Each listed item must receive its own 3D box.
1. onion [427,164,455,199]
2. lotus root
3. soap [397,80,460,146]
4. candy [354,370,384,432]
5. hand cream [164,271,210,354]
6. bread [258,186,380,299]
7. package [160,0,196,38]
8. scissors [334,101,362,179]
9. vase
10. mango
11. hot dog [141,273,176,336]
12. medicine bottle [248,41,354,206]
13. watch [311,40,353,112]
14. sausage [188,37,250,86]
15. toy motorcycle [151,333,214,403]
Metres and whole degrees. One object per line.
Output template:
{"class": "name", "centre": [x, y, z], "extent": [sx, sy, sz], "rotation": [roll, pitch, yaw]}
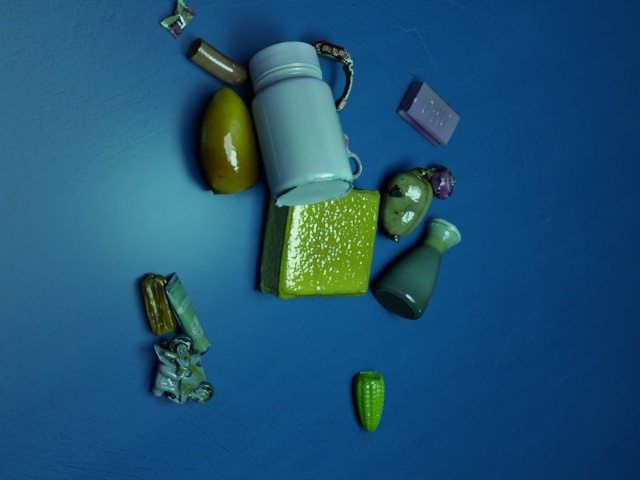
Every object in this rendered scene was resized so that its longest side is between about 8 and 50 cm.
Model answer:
{"class": "onion", "centre": [0.388, -0.187, 2.180], "extent": [0.104, 0.115, 0.115], "rotation": [-14, 113, 14]}
{"class": "lotus root", "centre": [0.260, -0.123, 2.070], "extent": [0.154, 0.140, 0.257], "rotation": [19, 97, -49]}
{"class": "soap", "centre": [0.346, -0.401, 2.125], "extent": [0.203, 0.065, 0.122], "rotation": [33, 79, -35]}
{"class": "candy", "centre": [0.158, 0.521, 2.142], "extent": [0.096, 0.096, 0.210], "rotation": [-14, 111, -33]}
{"class": "hand cream", "centre": [-0.347, 0.203, 1.745], "extent": [0.055, 0.086, 0.235], "rotation": [-13, 112, 11]}
{"class": "bread", "centre": [0.000, 0.000, 1.905], "extent": [0.323, 0.143, 0.334], "rotation": [5, 96, -34]}
{"class": "package", "centre": [-0.348, -0.544, 1.637], "extent": [0.083, 0.029, 0.059], "rotation": [-53, 131, -3]}
{"class": "scissors", "centre": [0.057, -0.288, 1.962], "extent": [0.118, 0.030, 0.242], "rotation": [-23, 111, -29]}
{"class": "vase", "centre": [0.321, 0.081, 2.141], "extent": [0.173, 0.173, 0.321], "rotation": [50, 64, -30]}
{"class": "mango", "centre": [-0.232, -0.255, 1.703], "extent": [0.187, 0.138, 0.257], "rotation": [-34, 122, -39]}
{"class": "hot dog", "centre": [-0.414, 0.163, 1.703], "extent": [0.071, 0.045, 0.165], "rotation": [-19, 108, -30]}
{"class": "medicine bottle", "centre": [-0.057, -0.288, 1.692], "extent": [0.213, 0.213, 0.379], "rotation": [-5, 77, -34]}
{"class": "watch", "centre": [0.002, -0.416, 1.863], "extent": [0.164, 0.102, 0.269], "rotation": [4, 97, -15]}
{"class": "sausage", "centre": [-0.253, -0.446, 1.703], "extent": [0.169, 0.065, 0.065], "rotation": [28, 82, -36]}
{"class": "toy motorcycle", "centre": [-0.374, 0.350, 1.736], "extent": [0.152, 0.073, 0.225], "rotation": [-20, 117, -7]}
